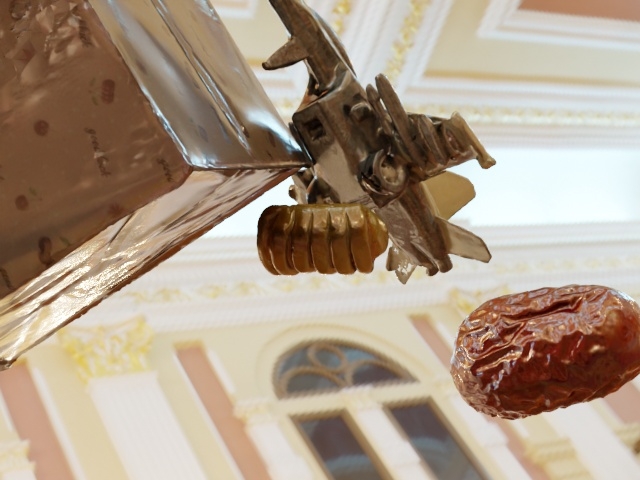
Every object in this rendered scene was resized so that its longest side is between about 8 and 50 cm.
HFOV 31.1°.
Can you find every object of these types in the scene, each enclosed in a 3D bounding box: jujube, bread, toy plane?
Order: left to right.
[{"bbox_3d":[0.000,0.000,0.745,0.033,0.088,0.049,-3,-85,-73],"label":"bread"},{"bbox_3d":[0.012,-0.082,0.773,0.262,0.192,0.088,50,-125,-13],"label":"toy plane"},{"bbox_3d":[0.202,0.096,1.019,0.176,0.112,0.109,-16,-12,28],"label":"jujube"}]

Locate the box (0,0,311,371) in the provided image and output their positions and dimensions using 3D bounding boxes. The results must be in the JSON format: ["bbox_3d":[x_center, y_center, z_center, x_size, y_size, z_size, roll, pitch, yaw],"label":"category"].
[{"bbox_3d":[-0.194,-0.047,0.740,0.297,0.190,0.225,-34,-5,16],"label":"box"}]
